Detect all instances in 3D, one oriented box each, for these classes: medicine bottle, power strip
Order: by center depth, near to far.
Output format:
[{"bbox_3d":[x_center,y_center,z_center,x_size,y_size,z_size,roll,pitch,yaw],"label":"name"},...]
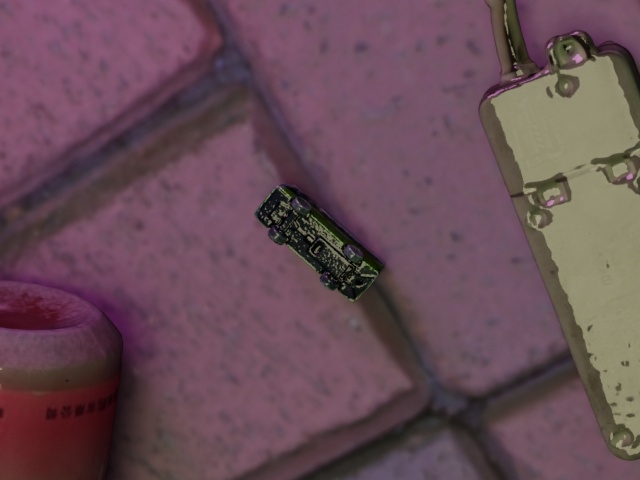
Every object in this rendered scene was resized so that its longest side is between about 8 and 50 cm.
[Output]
[{"bbox_3d":[0.165,-0.017,0.925,0.093,0.053,0.288,-19,96,18],"label":"power strip"},{"bbox_3d":[-0.207,0.157,1.007,0.147,0.147,0.247,11,104,11],"label":"medicine bottle"}]

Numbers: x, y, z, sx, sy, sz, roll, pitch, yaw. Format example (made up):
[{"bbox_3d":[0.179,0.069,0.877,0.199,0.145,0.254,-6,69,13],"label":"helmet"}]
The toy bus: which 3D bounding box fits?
[{"bbox_3d":[0.000,0.000,0.978,0.083,0.037,0.031,42,109,4],"label":"toy bus"}]
